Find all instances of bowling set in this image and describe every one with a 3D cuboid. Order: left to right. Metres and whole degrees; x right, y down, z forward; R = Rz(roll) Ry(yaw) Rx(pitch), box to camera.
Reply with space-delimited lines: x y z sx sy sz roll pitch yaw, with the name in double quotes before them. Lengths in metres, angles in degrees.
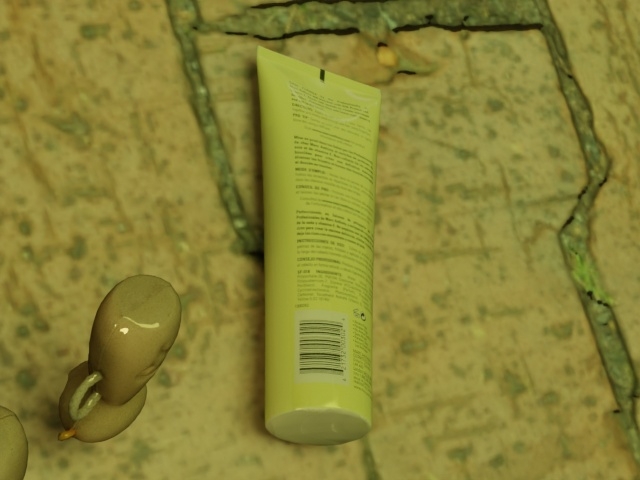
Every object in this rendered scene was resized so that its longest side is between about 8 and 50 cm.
"bowling set" -0.219 0.082 0.797 0.200 0.154 0.287 43 55 10

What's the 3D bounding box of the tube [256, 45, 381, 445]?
"tube" 0.000 0.000 1.000 0.070 0.062 0.240 57 29 -60
